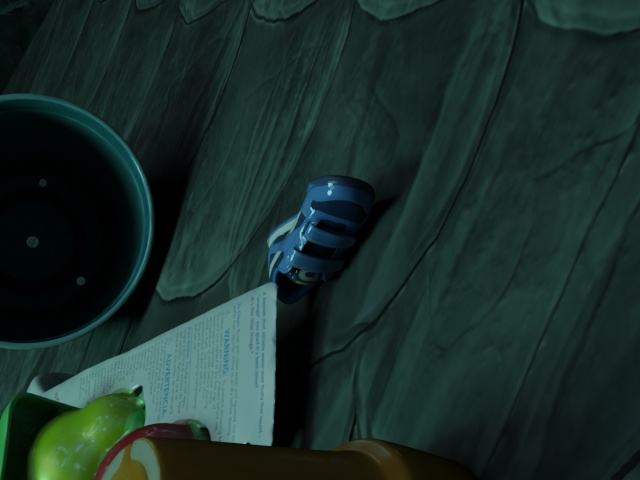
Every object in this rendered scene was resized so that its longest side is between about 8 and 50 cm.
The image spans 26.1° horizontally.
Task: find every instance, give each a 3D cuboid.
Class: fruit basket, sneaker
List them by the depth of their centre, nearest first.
[{"bbox_3d":[0.000,0.000,1.050,0.144,0.053,0.059,128,154,-54],"label":"sneaker"},{"bbox_3d":[-0.150,0.234,1.101,0.353,0.165,0.327,-22,53,35],"label":"fruit basket"}]

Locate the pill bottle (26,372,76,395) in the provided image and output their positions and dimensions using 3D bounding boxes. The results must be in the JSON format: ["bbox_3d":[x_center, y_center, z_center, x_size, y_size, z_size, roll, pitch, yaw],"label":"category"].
[{"bbox_3d":[-0.265,0.245,1.349,0.209,0.119,0.119,-65,22,8],"label":"pill bottle"}]

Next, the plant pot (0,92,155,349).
[{"bbox_3d":[-0.334,-0.009,1.572,0.255,0.271,0.272,153,135,-78],"label":"plant pot"}]

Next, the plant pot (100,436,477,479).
[{"bbox_3d":[-0.033,0.196,0.769,0.205,0.187,0.205,-49,29,40],"label":"plant pot"}]
